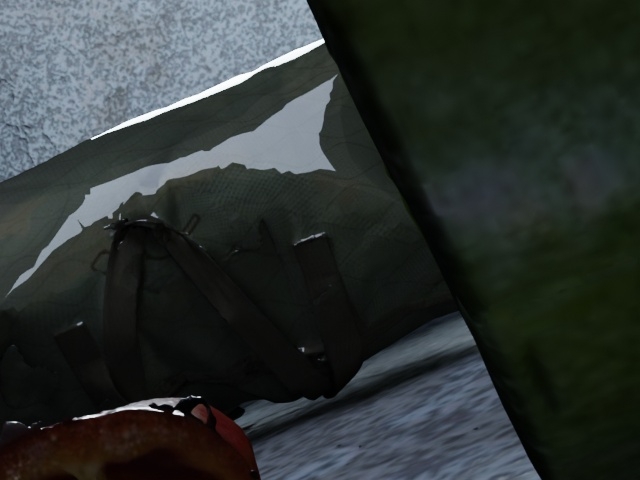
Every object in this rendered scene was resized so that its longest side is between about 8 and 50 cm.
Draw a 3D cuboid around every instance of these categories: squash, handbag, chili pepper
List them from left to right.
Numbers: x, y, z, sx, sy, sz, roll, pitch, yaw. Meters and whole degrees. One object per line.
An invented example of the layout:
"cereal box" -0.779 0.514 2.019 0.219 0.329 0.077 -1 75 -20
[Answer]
"chili pepper" -0.056 0.074 0.554 0.088 0.065 0.169 -8 -1 -2
"handbag" -0.048 0.012 0.750 0.270 0.117 0.183 -22 46 8
"squash" 0.175 -0.129 0.430 0.384 0.263 0.263 -23 5 4
